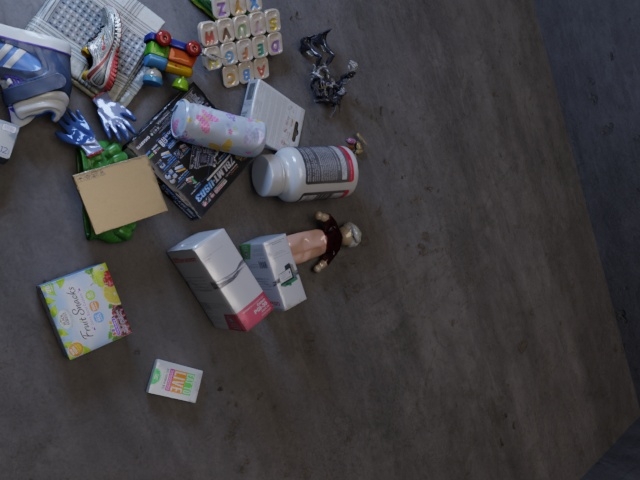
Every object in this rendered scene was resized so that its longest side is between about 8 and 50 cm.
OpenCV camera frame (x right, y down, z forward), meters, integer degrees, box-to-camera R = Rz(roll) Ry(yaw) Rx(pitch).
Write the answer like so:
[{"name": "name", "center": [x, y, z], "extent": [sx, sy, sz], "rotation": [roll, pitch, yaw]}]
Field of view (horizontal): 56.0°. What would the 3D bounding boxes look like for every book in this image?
[{"name": "book", "center": [-0.420, 0.406, 1.740], "extent": [0.144, 0.035, 0.096], "rotation": [22, 71, -30]}]

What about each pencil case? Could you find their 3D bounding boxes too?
[{"name": "pencil case", "center": [-0.289, -0.322, 1.736], "extent": [0.273, 0.114, 0.124], "rotation": [8, 69, -35]}]

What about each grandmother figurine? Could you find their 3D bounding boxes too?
[{"name": "grandmother figurine", "center": [0.000, 0.000, 2.010], "extent": [0.343, 0.104, 0.207], "rotation": [-12, 121, -37]}]

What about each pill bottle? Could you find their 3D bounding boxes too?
[{"name": "pill bottle", "center": [-0.050, -0.214, 1.934], "extent": [0.319, 0.176, 0.176], "rotation": [-7, 91, -34]}]

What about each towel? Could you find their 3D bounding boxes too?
[{"name": "towel", "center": [-0.599, -0.556, 1.657], "extent": [0.324, 0.056, 0.312], "rotation": [37, 68, -28]}]

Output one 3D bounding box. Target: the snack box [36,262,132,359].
[{"name": "snack box", "center": [-0.622, 0.184, 1.590], "extent": [0.175, 0.070, 0.207], "rotation": [-23, 99, -33]}]

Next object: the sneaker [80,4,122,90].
[{"name": "sneaker", "center": [-0.580, -0.517, 1.595], "extent": [0.093, 0.088, 0.225], "rotation": [9, 84, -29]}]

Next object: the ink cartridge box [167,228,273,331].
[{"name": "ink cartridge box", "center": [-0.290, 0.114, 1.734], "extent": [0.117, 0.207, 0.282], "rotation": [-39, 109, -30]}]

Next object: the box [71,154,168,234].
[{"name": "box", "center": [-0.525, -0.122, 1.588], "extent": [0.201, 0.021, 0.164], "rotation": [-23, 97, -29]}]

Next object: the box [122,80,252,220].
[{"name": "box", "center": [-0.377, -0.263, 1.779], "extent": [0.293, 0.073, 0.295], "rotation": [47, 63, -23]}]

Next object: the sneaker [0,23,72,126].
[{"name": "sneaker", "center": [-0.785, -0.399, 1.480], "extent": [0.323, 0.130, 0.236], "rotation": [5, 93, -25]}]

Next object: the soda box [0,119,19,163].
[{"name": "soda box", "center": [-0.880, -0.274, 1.425], "extent": [0.287, 0.098, 0.091], "rotation": [18, 78, -31]}]

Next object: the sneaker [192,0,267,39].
[{"name": "sneaker", "center": [-0.278, -0.714, 1.841], "extent": [0.296, 0.124, 0.109], "rotation": [30, 71, -30]}]

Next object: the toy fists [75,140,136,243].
[{"name": "toy fists", "center": [-0.567, -0.132, 1.631], "extent": [0.142, 0.096, 0.278], "rotation": [-8, 90, -35]}]

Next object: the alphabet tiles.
[{"name": "alphabet tiles", "center": [-0.239, -0.618, 1.846], "extent": [0.284, 0.021, 0.277], "rotation": [-24, 128, -30]}]

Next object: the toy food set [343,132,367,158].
[{"name": "toy food set", "center": [0.109, -0.323, 2.144], "extent": [0.122, 0.019, 0.078], "rotation": [-48, 113, -18]}]

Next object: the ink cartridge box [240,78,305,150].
[{"name": "ink cartridge box", "center": [-0.158, -0.387, 1.960], "extent": [0.232, 0.066, 0.188], "rotation": [25, 72, -52]}]

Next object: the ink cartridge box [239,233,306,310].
[{"name": "ink cartridge box", "center": [-0.148, 0.098, 1.861], "extent": [0.093, 0.160, 0.219], "rotation": [-24, 101, -33]}]

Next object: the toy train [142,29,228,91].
[{"name": "toy train", "center": [-0.383, -0.489, 1.718], "extent": [0.248, 0.105, 0.143], "rotation": [10, 89, -35]}]

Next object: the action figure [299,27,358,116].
[{"name": "action figure", "center": [0.029, -0.565, 2.032], "extent": [0.164, 0.141, 0.275], "rotation": [-26, 99, -34]}]

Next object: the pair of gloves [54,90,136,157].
[{"name": "pair of gloves", "center": [-0.597, -0.306, 1.598], "extent": [0.198, 0.023, 0.159], "rotation": [-36, 83, -22]}]
